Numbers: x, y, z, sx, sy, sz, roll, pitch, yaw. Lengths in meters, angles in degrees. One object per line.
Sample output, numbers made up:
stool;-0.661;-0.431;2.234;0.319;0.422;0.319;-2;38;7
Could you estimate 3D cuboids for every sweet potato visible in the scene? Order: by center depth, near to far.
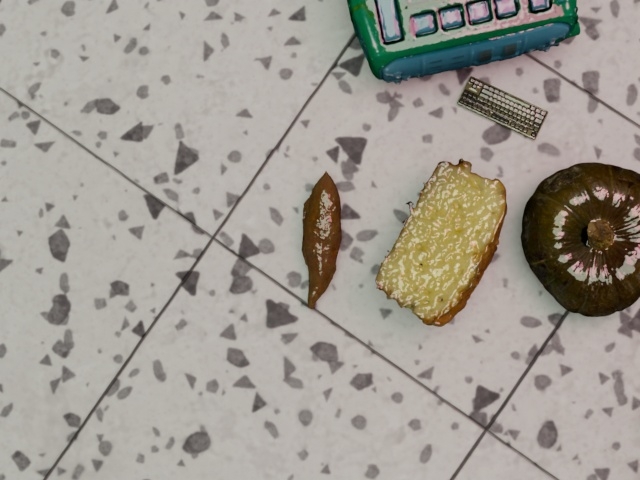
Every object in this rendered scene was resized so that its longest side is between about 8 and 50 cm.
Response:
sweet potato;0.000;0.000;1.585;0.068;0.060;0.206;1;86;43

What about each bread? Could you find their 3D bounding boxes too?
bread;0.177;0.005;1.525;0.143;0.139;0.229;30;88;9

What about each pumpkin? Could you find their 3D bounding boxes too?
pumpkin;0.390;-0.011;1.498;0.219;0.162;0.219;0;88;9

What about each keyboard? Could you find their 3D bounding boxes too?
keyboard;0.273;-0.199;1.594;0.129;0.015;0.049;27;88;7

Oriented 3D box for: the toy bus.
toy bus;0.206;-0.349;1.528;0.343;0.183;0.199;-12;88;5
